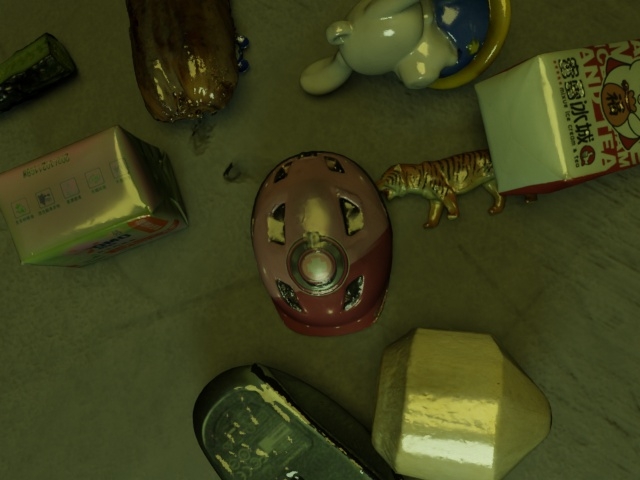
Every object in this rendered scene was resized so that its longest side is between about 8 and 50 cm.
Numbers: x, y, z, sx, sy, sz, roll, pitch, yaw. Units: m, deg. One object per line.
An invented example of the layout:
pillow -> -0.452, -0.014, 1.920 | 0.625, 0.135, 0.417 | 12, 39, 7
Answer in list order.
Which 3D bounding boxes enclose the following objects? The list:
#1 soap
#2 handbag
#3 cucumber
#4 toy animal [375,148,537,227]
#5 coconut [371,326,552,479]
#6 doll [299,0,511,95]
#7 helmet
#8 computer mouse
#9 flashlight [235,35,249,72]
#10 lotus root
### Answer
soap -> -0.311, -0.054, 1.048 | 0.200, 0.182, 0.138 | -20, 83, 5
handbag -> 0.370, -0.166, 1.000 | 0.298, 0.151, 0.171 | -13, 91, -24
cucumber -> -0.476, -0.226, 1.149 | 0.211, 0.062, 0.078 | -31, 48, 8
toy animal -> 0.200, -0.080, 1.058 | 0.241, 0.057, 0.099 | -13, 83, 5
coconut -> 0.178, 0.213, 0.961 | 0.222, 0.202, 0.202 | 8, 86, 9
doll -> 0.117, -0.260, 1.031 | 0.311, 0.243, 0.159 | -26, 93, 44
helmet -> 0.000, 0.000, 1.030 | 0.199, 0.154, 0.253 | -6, 79, 5
computer mouse -> -0.012, 0.320, 1.014 | 0.203, 0.114, 0.374 | -41, 86, 7
flashlight -> -0.167, -0.277, 1.127 | 0.121, 0.035, 0.057 | -1, 85, 6
lotus root -> -0.213, -0.334, 1.095 | 0.167, 0.078, 0.329 | -17, 72, 4
